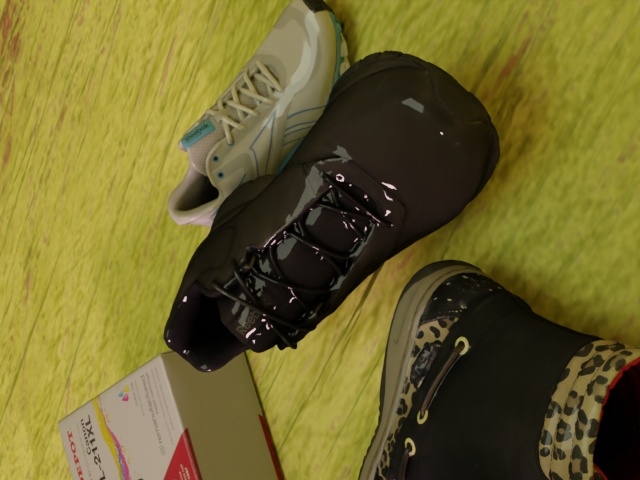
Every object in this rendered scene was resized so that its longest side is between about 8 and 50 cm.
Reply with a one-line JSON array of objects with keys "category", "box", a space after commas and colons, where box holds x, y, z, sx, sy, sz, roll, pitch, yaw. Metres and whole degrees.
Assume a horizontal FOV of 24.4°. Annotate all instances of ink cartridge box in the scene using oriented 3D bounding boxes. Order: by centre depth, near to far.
[{"category": "ink cartridge box", "box": [-0.113, 0.163, 1.090, 0.175, 0.072, 0.127, -34, 69, 48]}]

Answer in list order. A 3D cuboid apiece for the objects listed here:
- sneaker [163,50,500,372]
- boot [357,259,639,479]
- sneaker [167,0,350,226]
[{"category": "sneaker", "box": [0.000, 0.000, 0.859, 0.109, 0.130, 0.286, 38, 141, -6]}, {"category": "boot", "box": [0.101, 0.141, 0.793, 0.178, 0.085, 0.236, 20, 107, 57]}, {"category": "sneaker", "box": [-0.046, -0.075, 0.963, 0.071, 0.083, 0.190, 52, 131, 35]}]
